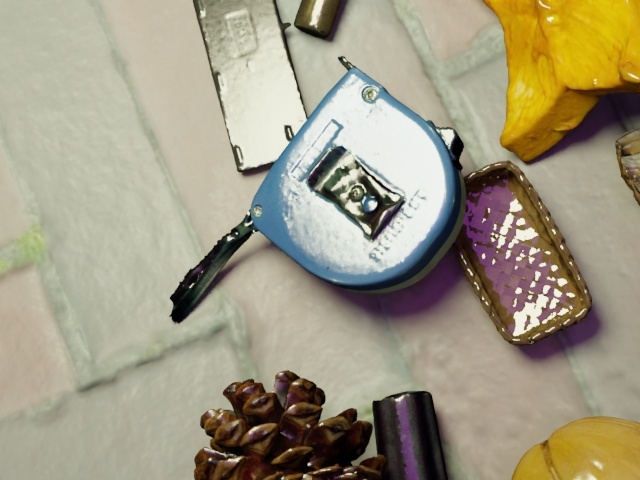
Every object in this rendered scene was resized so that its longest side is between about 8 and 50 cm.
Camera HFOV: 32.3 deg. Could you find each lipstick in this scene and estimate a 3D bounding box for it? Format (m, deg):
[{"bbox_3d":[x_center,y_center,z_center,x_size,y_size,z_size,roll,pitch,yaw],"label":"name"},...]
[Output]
[{"bbox_3d":[0.112,0.364,1.124,0.077,0.077,0.418,-9,81,3],"label":"lipstick"}]

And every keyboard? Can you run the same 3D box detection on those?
[{"bbox_3d":[-0.084,-0.237,1.274,0.106,0.027,0.317,-15,79,6],"label":"keyboard"}]

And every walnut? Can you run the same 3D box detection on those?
[{"bbox_3d":[0.289,0.279,1.073,0.225,0.193,0.193,42,86,7],"label":"walnut"}]

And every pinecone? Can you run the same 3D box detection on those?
[{"bbox_3d":[-0.036,0.224,1.111,0.207,0.208,0.208,-1,80,5],"label":"pinecone"}]

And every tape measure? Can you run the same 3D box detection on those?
[{"bbox_3d":[0.000,0.000,1.168,0.215,0.098,0.351,39,95,20],"label":"tape measure"}]

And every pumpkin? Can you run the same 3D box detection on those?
[{"bbox_3d":[0.240,-0.249,1.151,0.095,0.258,0.290,-11,79,-31],"label":"pumpkin"}]

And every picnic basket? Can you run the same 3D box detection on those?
[{"bbox_3d":[0.206,0.015,1.186,0.110,0.055,0.193,-27,77,6],"label":"picnic basket"}]

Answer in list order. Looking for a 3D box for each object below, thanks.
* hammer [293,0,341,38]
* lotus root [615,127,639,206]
[{"bbox_3d":[0.057,-0.444,1.251,0.044,0.168,0.440,18,90,-21],"label":"hammer"},{"bbox_3d":[0.474,-0.060,1.158,0.329,0.078,0.167,1,42,3],"label":"lotus root"}]
